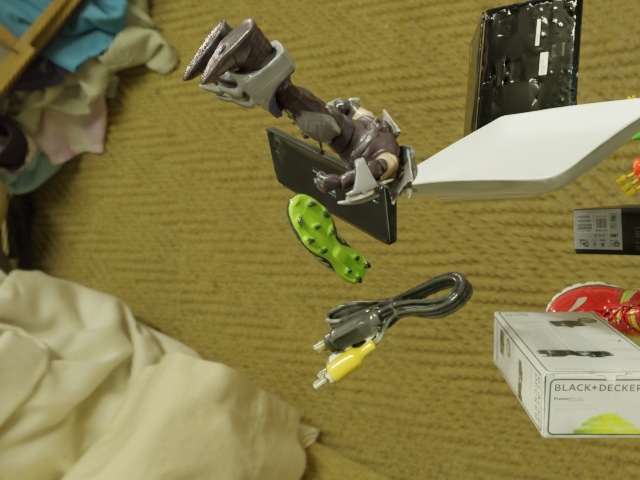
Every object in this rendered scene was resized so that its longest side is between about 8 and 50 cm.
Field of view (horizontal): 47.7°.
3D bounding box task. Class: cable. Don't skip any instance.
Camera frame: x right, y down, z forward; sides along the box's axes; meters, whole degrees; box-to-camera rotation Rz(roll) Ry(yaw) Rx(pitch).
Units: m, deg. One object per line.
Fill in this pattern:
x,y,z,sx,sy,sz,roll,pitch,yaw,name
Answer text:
0.104,0.121,1.089,0.287,0.139,0.072,-28,114,21,cable

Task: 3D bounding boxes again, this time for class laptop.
0.331,-0.263,1.227,0.264,0.136,0.235,1,84,41,laptop

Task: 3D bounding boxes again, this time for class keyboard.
0.011,-0.130,1.207,0.317,0.033,0.202,31,142,42,keyboard

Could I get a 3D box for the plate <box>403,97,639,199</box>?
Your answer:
0.274,-0.115,0.962,0.278,0.277,0.045,2,117,53,plate

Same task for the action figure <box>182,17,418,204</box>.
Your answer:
0.001,-0.125,0.773,0.099,0.285,0.185,-52,28,14,action figure

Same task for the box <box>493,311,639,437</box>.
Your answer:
0.358,0.181,1.035,0.169,0.290,0.087,0,99,0,box

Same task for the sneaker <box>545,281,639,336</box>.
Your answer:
0.552,0.130,1.313,0.278,0.118,0.108,-5,92,15,sneaker

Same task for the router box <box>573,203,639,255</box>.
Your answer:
0.609,-0.023,1.162,0.308,0.242,0.081,1,96,59,router box

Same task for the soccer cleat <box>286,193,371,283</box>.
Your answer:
0.000,0.000,0.991,0.072,0.179,0.060,17,66,49,soccer cleat

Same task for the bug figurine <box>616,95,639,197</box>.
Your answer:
0.675,-0.209,1.370,0.279,0.072,0.216,-41,71,47,bug figurine
